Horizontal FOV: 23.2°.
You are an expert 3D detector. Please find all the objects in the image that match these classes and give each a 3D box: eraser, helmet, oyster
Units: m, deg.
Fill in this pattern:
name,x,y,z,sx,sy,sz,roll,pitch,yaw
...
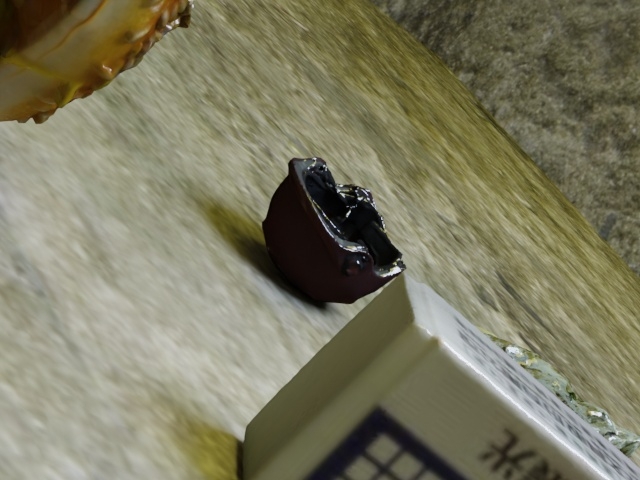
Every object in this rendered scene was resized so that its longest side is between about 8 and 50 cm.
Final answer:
name,x,y,z,sx,sy,sz,roll,pitch,yaw
eraser,0.103,0.152,0.777,0.279,0.124,0.081,41,13,-15
helmet,0.000,0.000,1.079,0.123,0.070,0.098,25,31,-47
oyster,0.119,0.112,1.033,0.177,0.064,0.125,31,42,16

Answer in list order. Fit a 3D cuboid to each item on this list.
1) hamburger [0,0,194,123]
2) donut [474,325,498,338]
name,x,y,z,sx,sy,sz,roll,pitch,yaw
hamburger,-0.165,-0.202,0.759,0.225,0.291,0.291,25,22,-46
donut,0.147,0.132,1.117,0.166,0.065,0.108,41,13,-12
